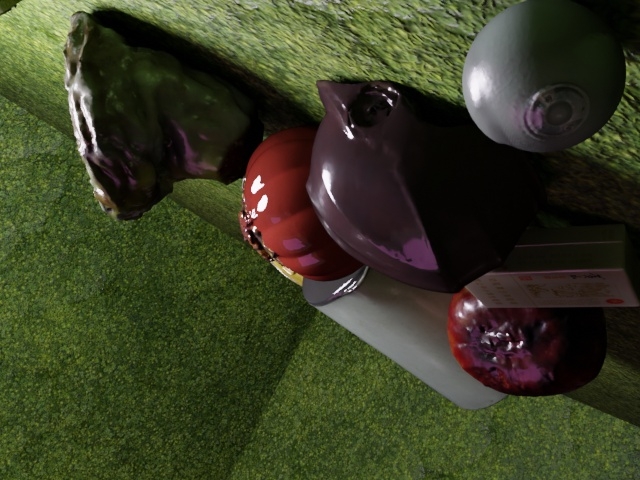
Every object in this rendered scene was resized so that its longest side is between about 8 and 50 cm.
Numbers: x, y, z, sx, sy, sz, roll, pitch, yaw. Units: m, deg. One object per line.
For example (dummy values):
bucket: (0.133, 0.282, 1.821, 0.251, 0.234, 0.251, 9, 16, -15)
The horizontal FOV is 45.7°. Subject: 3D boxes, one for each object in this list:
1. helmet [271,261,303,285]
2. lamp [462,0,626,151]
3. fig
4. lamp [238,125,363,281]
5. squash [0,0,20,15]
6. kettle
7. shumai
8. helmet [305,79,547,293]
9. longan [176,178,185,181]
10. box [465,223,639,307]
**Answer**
helmet: (0.000, 0.000, 1.633, 0.257, 0.140, 0.205, 38, -151, 25)
lamp: (0.149, -0.110, 0.511, 0.105, 0.105, 0.105, 27, 172, 4)
fig: (0.320, 0.133, 1.140, 0.263, 0.223, 0.224, 28, 174, -38)
lamp: (-0.014, -0.050, 1.062, 0.227, 0.226, 0.227, 27, 172, 4)
squash: (-0.452, -0.374, 0.987, 0.105, 0.105, 0.132, 24, 153, 24)
kettle: (0.168, 0.078, 1.374, 0.377, 0.250, 0.361, 33, -161, -22)
shumai: (-0.218, -0.193, 1.126, 0.264, 0.303, 0.309, -6, 172, -5)
helmet: (0.090, -0.049, 0.866, 0.306, 0.177, 0.225, 22, 173, 28)
longan: (-0.288, -0.190, 1.412, 0.154, 0.145, 0.176, 79, 174, -52)
box: (0.280, 0.036, 0.935, 0.201, 0.058, 0.141, -3, 156, 31)
